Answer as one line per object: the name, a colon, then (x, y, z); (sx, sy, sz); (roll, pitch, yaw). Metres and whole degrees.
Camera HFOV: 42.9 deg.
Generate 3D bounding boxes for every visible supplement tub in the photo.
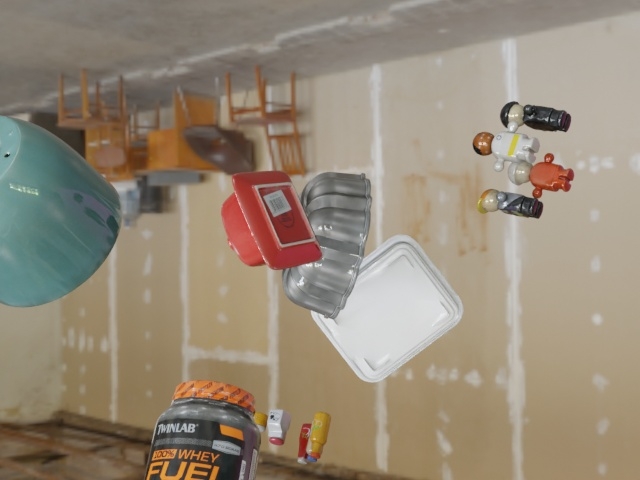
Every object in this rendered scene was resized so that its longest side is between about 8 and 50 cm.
supplement tub: (-0.225, 0.448, 1.518); (0.207, 0.338, 0.207); (5, 149, 3)

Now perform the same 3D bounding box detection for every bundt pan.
bundt pan: (0.000, 0.000, 1.771); (0.124, 0.331, 0.331); (14, 176, -13)

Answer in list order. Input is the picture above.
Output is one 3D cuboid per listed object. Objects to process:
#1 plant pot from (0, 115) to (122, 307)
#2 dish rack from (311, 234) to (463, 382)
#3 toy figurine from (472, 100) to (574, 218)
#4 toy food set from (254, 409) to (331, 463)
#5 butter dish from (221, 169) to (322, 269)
plant pot: (-0.523, -0.070, 1.386); (0.292, 0.293, 0.235); (-1, 147, 19)
dish rack: (0.172, 0.181, 2.070); (0.332, 0.286, 0.072); (-37, -175, 4)
toy figurine: (0.409, -0.164, 1.670); (0.148, 0.213, 0.209); (16, -137, 40)
toy food set: (-0.068, 0.477, 1.960); (0.232, 0.105, 0.111); (-7, 145, 32)
butter dish: (-0.096, -0.018, 1.267); (0.118, 0.160, 0.160); (-27, 173, 31)
